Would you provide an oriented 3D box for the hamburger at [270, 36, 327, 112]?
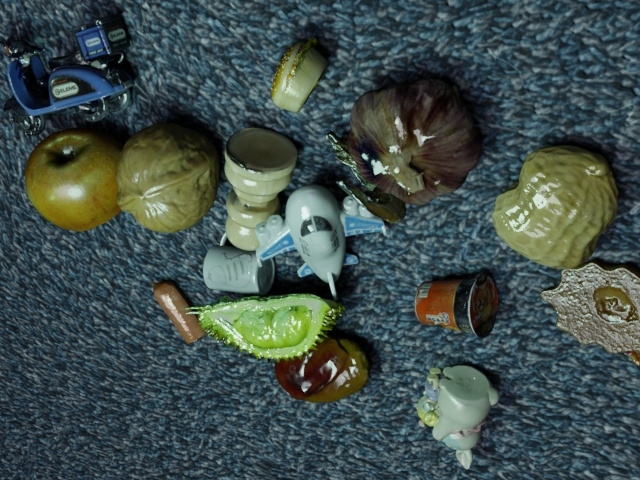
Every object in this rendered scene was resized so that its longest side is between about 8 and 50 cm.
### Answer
[{"bbox_3d":[-0.042,-0.304,1.742,0.081,0.126,0.141,31,135,-7],"label":"hamburger"}]

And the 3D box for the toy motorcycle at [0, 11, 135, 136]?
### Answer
[{"bbox_3d":[-0.538,-0.342,1.981,0.358,0.125,0.213,-9,107,29],"label":"toy motorcycle"}]

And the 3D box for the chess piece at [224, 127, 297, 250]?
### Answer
[{"bbox_3d":[-0.136,-0.090,1.937,0.142,0.143,0.261,25,135,10],"label":"chess piece"}]

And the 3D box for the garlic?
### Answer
[{"bbox_3d":[0.159,-0.171,1.695,0.245,0.160,0.245,9,119,17],"label":"garlic"}]

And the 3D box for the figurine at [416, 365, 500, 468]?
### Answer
[{"bbox_3d":[0.282,0.380,2.032,0.155,0.127,0.236,7,129,1],"label":"figurine"}]

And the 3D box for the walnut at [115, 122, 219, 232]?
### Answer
[{"bbox_3d":[-0.311,-0.125,1.936,0.228,0.228,0.228,13,126,19],"label":"walnut"}]

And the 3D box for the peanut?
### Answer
[{"bbox_3d":[0.417,-0.060,1.678,0.196,0.110,0.233,31,132,5],"label":"peanut"}]

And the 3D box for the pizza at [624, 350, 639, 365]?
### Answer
[{"bbox_3d":[0.664,0.219,1.772,0.193,0.053,0.201,-19,111,35],"label":"pizza"}]

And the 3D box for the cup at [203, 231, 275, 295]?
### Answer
[{"bbox_3d":[-0.178,0.049,2.062,0.133,0.099,0.136,8,125,24],"label":"cup"}]

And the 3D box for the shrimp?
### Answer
[{"bbox_3d":[0.078,-0.116,1.792,0.217,0.150,0.051,46,121,0],"label":"shrimp"}]

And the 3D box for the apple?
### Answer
[{"bbox_3d":[-0.509,-0.127,2.046,0.236,0.237,0.207,10,147,22],"label":"apple"}]

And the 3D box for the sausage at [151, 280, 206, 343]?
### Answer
[{"bbox_3d":[-0.334,0.159,2.243,0.065,0.065,0.169,-23,108,36],"label":"sausage"}]

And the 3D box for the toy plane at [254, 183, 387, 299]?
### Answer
[{"bbox_3d":[-0.001,-0.004,1.901,0.266,0.123,0.267,-7,136,-7],"label":"toy plane"}]

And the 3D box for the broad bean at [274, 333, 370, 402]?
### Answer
[{"bbox_3d":[0.006,0.279,2.109,0.228,0.122,0.156,-14,88,27],"label":"broad bean"}]

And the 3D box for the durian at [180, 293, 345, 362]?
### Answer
[{"bbox_3d":[-0.100,0.157,2.038,0.351,0.158,0.169,-4,131,27],"label":"durian"}]

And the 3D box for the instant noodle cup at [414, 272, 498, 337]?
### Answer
[{"bbox_3d":[0.263,0.126,1.882,0.135,0.127,0.127,1,122,36],"label":"instant noodle cup"}]

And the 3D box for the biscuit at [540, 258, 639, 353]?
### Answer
[{"bbox_3d":[0.518,0.118,1.785,0.215,0.034,0.182,12,116,26],"label":"biscuit"}]
